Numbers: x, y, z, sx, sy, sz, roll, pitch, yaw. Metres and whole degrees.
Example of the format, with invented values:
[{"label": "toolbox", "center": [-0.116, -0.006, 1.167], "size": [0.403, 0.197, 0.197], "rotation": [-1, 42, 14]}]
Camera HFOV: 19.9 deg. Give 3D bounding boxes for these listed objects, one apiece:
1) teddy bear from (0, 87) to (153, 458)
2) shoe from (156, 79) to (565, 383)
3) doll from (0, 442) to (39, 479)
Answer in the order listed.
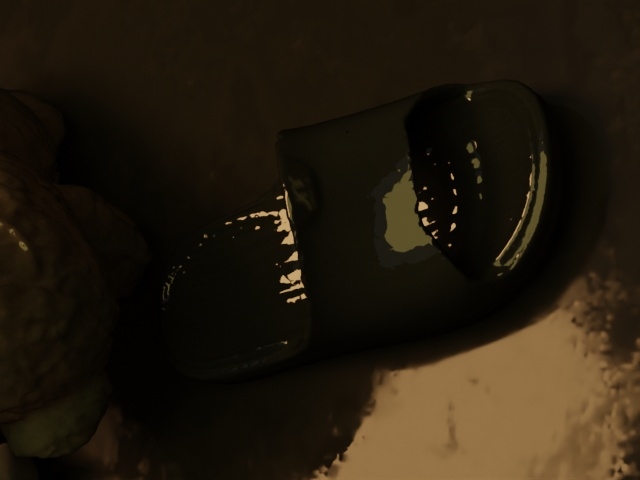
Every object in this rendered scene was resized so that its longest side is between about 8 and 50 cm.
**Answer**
[{"label": "teddy bear", "center": [-0.206, 0.007, 0.948], "size": [0.267, 0.236, 0.151], "rotation": [-133, 39, -55]}, {"label": "shoe", "center": [0.000, 0.000, 0.872], "size": [0.241, 0.093, 0.108], "rotation": [-25, 64, 31]}, {"label": "doll", "center": [-0.219, 0.206, 0.970], "size": [0.200, 0.105, 0.336], "rotation": [-16, 70, 21]}]
